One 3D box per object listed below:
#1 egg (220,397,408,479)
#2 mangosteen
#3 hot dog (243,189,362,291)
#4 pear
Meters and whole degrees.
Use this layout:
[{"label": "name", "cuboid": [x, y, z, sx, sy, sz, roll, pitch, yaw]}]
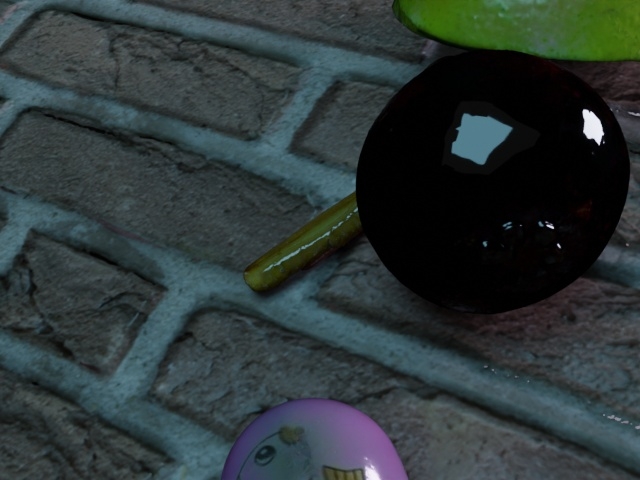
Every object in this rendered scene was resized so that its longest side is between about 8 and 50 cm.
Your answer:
[{"label": "egg", "cuboid": [0.004, 0.283, 0.859, 0.196, 0.196, 0.271, -26, 60, 0]}, {"label": "mangosteen", "cuboid": [0.177, -0.081, 0.979, 0.297, 0.297, 0.313, -17, 65, 7]}, {"label": "hot dog", "cuboid": [0.000, 0.000, 1.139, 0.216, 0.047, 0.066, -36, 17, -8]}, {"label": "pear", "cuboid": [0.292, -0.347, 1.100, 0.399, 0.165, 0.399, 3, 28, -2]}]
